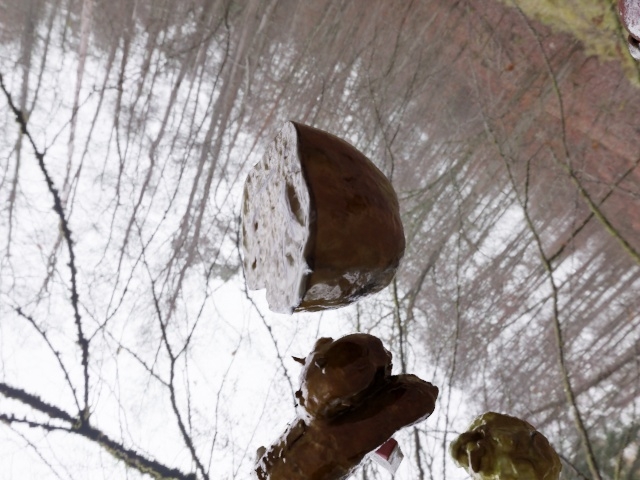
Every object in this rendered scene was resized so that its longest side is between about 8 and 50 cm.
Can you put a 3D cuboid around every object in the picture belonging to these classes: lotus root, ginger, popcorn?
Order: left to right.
[{"bbox_3d":[-0.001,0.346,0.858,0.254,0.418,0.176,46,-174,13],"label":"ginger"},{"bbox_3d":[0.000,0.000,0.755,0.249,0.316,0.316,12,-147,-33],"label":"lotus root"},{"bbox_3d":[0.419,0.488,1.019,0.265,0.192,0.233,15,-160,-22],"label":"popcorn"}]

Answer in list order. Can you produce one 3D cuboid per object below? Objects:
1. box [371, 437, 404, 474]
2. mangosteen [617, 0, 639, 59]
[{"bbox_3d":[0.146,0.522,1.129,0.111,0.156,0.060,20,-119,33],"label":"box"},{"bbox_3d":[0.620,-0.389,0.746,0.257,0.215,0.215,56,-177,-46],"label":"mangosteen"}]
